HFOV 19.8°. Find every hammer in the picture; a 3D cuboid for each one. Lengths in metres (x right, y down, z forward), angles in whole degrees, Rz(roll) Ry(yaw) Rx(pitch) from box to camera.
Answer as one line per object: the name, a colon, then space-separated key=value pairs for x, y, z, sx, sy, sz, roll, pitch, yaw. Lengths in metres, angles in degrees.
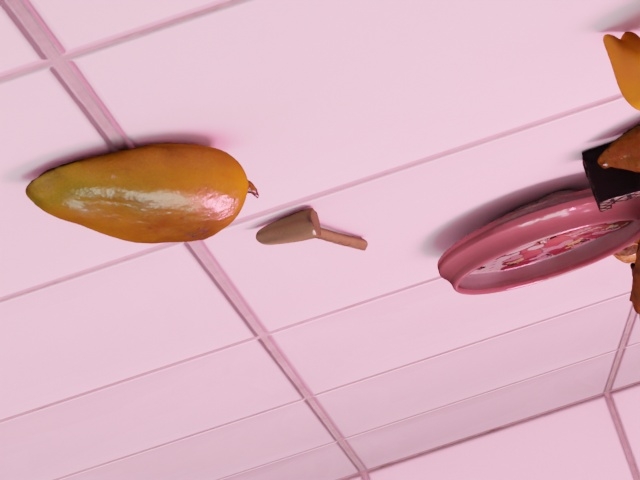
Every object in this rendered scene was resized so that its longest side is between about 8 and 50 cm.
hammer: x=0.000 y=0.000 z=1.765 sx=0.060 sy=0.028 sz=0.195 roll=-17 pitch=168 yaw=19

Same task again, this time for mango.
mango: x=-0.132 y=-0.036 z=1.403 sx=0.187 sy=0.066 sz=0.101 roll=2 pitch=156 yaw=-33

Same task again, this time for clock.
clock: x=0.241 y=-0.005 z=1.970 sx=0.244 sy=0.056 sz=0.244 roll=-16 pitch=167 yaw=-4

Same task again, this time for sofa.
sofa: x=0.320 y=-0.074 z=1.796 sx=0.118 sy=0.060 sz=0.039 roll=-19 pitch=162 yaw=5

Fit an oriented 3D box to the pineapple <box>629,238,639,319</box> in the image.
pineapple: x=0.473 y=0.033 z=1.982 sx=0.202 sy=0.202 sz=0.362 roll=-26 pitch=167 yaw=29

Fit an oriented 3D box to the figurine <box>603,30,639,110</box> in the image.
figurine: x=0.382 y=-0.158 z=1.355 sx=0.215 sy=0.187 sz=0.343 roll=6 pitch=162 yaw=-30

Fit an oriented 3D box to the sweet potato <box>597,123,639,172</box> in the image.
sweet potato: x=0.424 y=-0.126 z=1.697 sx=0.346 sy=0.079 sz=0.108 roll=-32 pitch=148 yaw=34

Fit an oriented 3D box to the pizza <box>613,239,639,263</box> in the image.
pizza: x=0.435 y=-0.018 z=2.121 sx=0.194 sy=0.069 sz=0.154 roll=-25 pitch=164 yaw=28
